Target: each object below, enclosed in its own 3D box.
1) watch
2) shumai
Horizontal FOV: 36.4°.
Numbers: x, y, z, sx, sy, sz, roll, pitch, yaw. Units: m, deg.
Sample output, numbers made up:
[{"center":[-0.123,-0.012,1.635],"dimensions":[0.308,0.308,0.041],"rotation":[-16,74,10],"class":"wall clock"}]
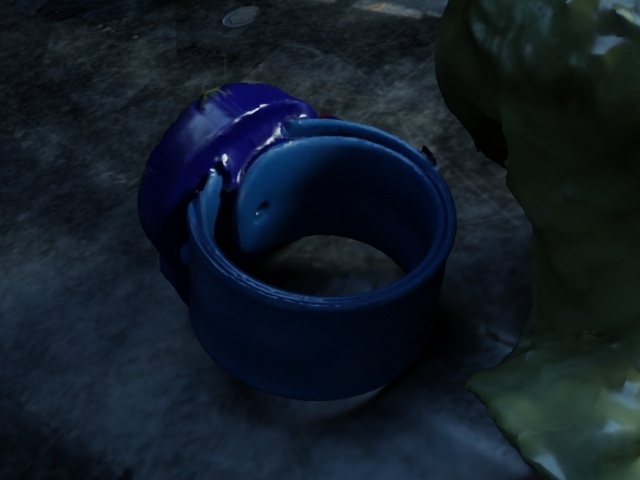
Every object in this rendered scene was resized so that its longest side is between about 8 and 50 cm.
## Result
[{"center":[-0.006,0.000,0.640],"dimensions":[0.196,0.171,0.200],"rotation":[-36,57,-21],"class":"watch"},{"center":[0.227,-0.006,0.480],"dimensions":[0.329,0.292,0.289],"rotation":[-9,64,4],"class":"shumai"}]
